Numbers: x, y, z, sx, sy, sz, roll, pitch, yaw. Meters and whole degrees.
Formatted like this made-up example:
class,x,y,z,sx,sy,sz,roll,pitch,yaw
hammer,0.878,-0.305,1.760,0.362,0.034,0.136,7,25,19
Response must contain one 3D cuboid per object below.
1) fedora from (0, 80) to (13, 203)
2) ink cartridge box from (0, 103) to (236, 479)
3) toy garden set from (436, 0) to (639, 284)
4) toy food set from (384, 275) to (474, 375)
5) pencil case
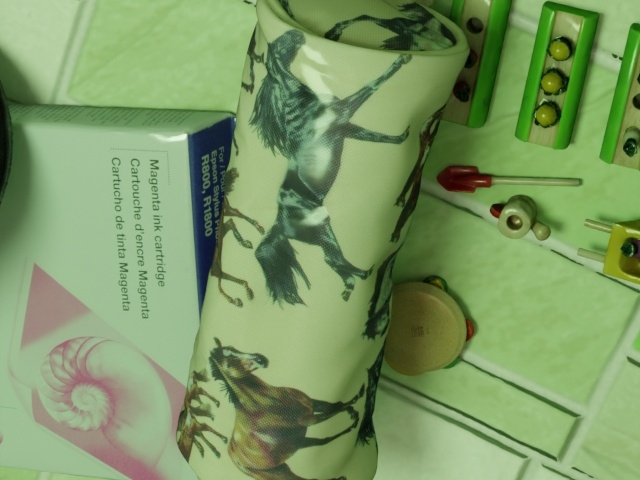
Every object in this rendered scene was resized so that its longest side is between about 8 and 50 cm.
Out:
class,x,y,z,sx,sy,sz,roll,pitch,yaw
fedora,-0.403,-0.077,1.464,0.334,0.334,0.152,5,152,16
ink cartridge box,-0.160,0.050,1.587,0.330,0.071,0.324,4,112,18
toy garden set,0.198,-0.067,1.435,0.244,0.049,0.204,15,115,11
toy food set,0.082,0.071,1.544,0.082,0.020,0.083,-18,105,23
pencil case,0.000,0.000,1.445,0.159,0.183,0.410,18,111,16
